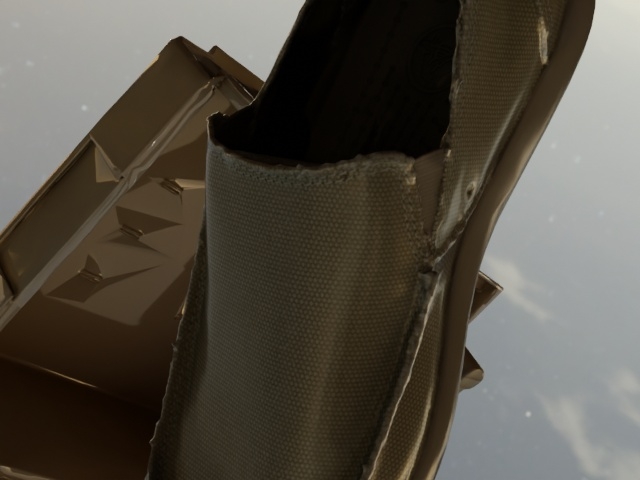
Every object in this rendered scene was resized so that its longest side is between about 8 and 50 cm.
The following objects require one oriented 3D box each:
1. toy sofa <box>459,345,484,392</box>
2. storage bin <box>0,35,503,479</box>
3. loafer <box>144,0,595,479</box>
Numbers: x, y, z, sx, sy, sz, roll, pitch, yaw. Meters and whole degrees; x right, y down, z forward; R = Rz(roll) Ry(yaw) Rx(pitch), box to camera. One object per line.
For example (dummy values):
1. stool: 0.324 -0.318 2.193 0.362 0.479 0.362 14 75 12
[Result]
1. toy sofa: -0.005 0.036 0.984 0.362 0.177 0.150 30 -161 -42
2. storage bin: -0.067 0.045 0.711 0.260 0.262 0.123 31 -164 -49
3. loafer: 0.000 0.000 0.364 0.102 0.268 0.092 17 174 39
